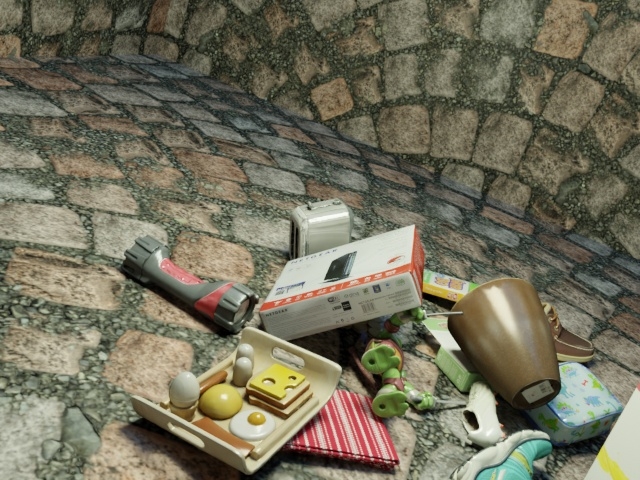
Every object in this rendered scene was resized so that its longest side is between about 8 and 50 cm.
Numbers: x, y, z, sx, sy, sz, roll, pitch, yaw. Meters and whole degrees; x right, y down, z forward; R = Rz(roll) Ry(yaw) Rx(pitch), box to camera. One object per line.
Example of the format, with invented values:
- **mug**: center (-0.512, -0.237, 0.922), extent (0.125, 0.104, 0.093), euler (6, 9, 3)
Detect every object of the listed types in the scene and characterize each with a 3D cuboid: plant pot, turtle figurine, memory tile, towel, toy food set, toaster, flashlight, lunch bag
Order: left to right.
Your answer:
- **flashlight**: center (-0.279, 0.084, 1.445), extent (0.304, 0.103, 0.103), euler (30, 24, 20)
- **toy food set**: center (-0.129, 0.245, 1.128), extent (0.220, 0.092, 0.306), euler (18, 25, 26)
- **towel**: center (-0.007, 0.324, 1.216), extent (0.275, 0.031, 0.199), euler (15, 20, -18)
- **toaster**: center (0.000, 0.000, 1.785), extent (0.146, 0.227, 0.129), euler (-6, 28, -17)
- **memory tile**: center (0.097, 0.190, 1.654), extent (0.113, 0.012, 0.148), euler (19, 22, -3)
- **turtle figurine**: center (0.189, 0.239, 1.355), extent (0.275, 0.197, 0.266), euler (22, 14, 12)
- **plant pot**: center (0.413, 0.236, 1.441), extent (0.215, 0.215, 0.230), euler (10, 37, -24)
- **lunch bag**: center (0.551, 0.361, 1.514), extent (0.219, 0.090, 0.176), euler (-4, 39, -33)

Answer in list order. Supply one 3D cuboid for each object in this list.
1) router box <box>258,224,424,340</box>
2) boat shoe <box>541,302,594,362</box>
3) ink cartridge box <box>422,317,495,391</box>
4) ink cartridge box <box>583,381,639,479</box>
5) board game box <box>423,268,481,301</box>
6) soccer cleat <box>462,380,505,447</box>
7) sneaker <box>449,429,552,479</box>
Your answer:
- **router box**: center (0.059, 0.091, 1.505), extent (0.335, 0.082, 0.301), euler (-17, 16, 14)
- **boat shoe**: center (0.608, 0.231, 1.863), extent (0.342, 0.123, 0.123), euler (22, 21, 3)
- **ink cartridge box**: center (0.348, 0.274, 1.621), extent (0.171, 0.056, 0.235), euler (9, 21, -28)
- **ink cartridge box**: center (0.630, 0.401, 1.125), extent (0.279, 0.384, 0.160), euler (17, 19, -10)
- **board game box**: center (0.339, 0.127, 1.921), extent (0.259, 0.039, 0.124), euler (18, 19, 25)
- **soccer cleat**: center (0.329, 0.352, 1.403), extent (0.076, 0.068, 0.196), euler (17, 24, -5)
- **sneaker**: center (0.342, 0.427, 1.229), extent (0.275, 0.107, 0.110), euler (-8, 55, -43)
